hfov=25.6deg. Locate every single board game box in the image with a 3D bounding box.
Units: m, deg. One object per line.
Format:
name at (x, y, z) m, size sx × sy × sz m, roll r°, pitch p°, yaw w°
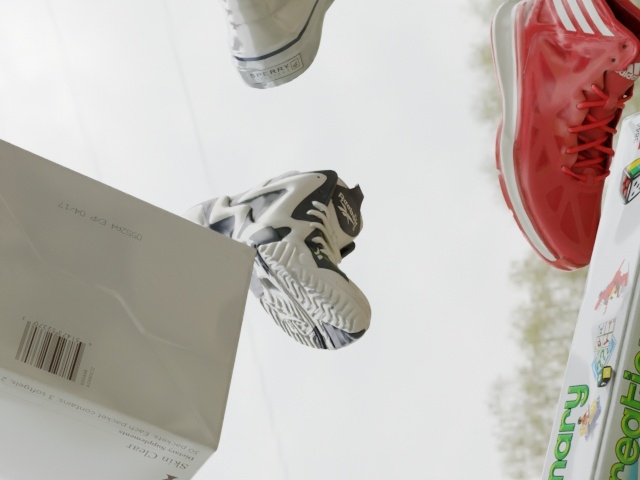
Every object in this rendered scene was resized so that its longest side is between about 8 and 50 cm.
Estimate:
board game box at (0.219, 0.101, 0.745) m, size 0.193 × 0.053 × 0.305 m, roll 22°, pitch -106°, yaw -19°

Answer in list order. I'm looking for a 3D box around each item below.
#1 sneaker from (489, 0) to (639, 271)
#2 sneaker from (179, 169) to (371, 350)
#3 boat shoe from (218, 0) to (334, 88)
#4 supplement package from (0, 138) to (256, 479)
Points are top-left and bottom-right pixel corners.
sneaker at (0.202, -0.093, 1.065) m, size 0.087 × 0.128 × 0.221 m, roll -8°, pitch -96°, yaw -41°
sneaker at (0.000, 0.000, 1.215) m, size 0.153 × 0.235 × 0.094 m, roll -32°, pitch -60°, yaw -25°
boat shoe at (-0.027, -0.194, 0.975) m, size 0.226 × 0.083 × 0.076 m, roll -91°, pitch -17°, yaw -54°
supplement package at (-0.207, 0.069, 1.077) m, size 0.262 × 0.145 × 0.204 m, roll 23°, pitch -135°, yaw -15°
